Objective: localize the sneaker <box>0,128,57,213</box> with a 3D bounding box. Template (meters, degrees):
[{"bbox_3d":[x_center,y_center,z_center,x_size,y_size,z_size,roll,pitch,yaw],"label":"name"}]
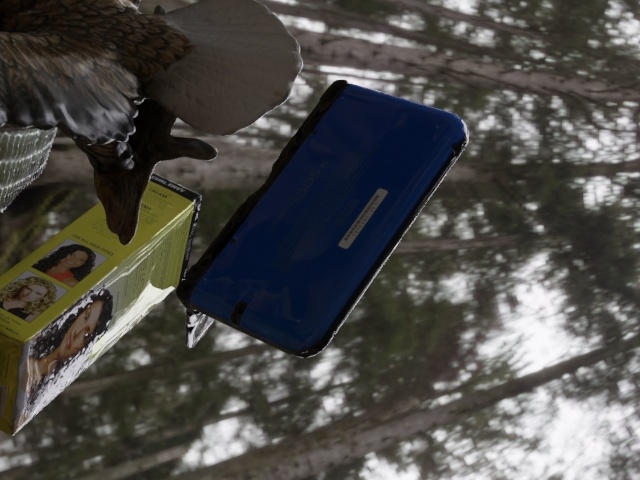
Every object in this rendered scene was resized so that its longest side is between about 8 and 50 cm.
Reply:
[{"bbox_3d":[-0.289,-0.099,1.015,0.146,0.293,0.102,21,-85,-5],"label":"sneaker"}]

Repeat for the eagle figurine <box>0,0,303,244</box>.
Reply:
[{"bbox_3d":[-0.184,-0.115,0.736,0.226,0.298,0.225,33,-94,38],"label":"eagle figurine"}]

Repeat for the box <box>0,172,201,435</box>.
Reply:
[{"bbox_3d":[-0.171,0.037,0.946,0.058,0.232,0.087,25,-54,13],"label":"box"}]

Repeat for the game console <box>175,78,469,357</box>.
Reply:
[{"bbox_3d":[0.000,0.000,1.344,0.250,0.173,0.293,22,-113,35],"label":"game console"}]
